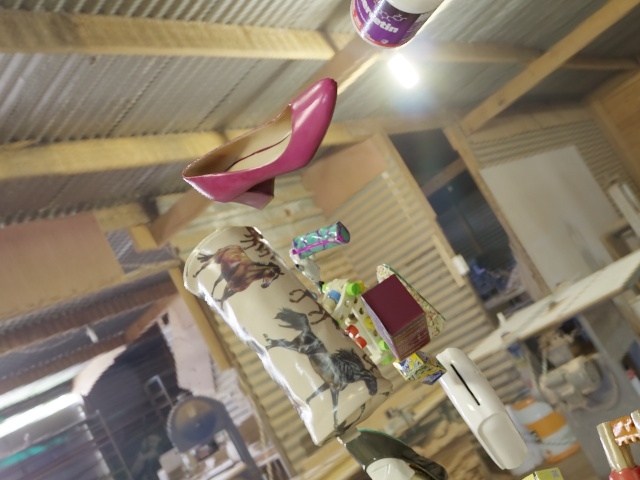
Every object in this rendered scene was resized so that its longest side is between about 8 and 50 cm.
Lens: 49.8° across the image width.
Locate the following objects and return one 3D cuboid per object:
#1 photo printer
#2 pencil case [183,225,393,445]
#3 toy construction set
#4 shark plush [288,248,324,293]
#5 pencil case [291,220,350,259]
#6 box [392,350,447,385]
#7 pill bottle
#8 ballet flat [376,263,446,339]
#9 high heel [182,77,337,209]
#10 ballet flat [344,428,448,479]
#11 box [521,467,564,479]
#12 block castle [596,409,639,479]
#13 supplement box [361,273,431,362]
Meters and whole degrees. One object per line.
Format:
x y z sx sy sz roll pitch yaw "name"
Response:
0.419 0.438 1.826 0.107 0.256 0.307 -34 -48 2 "photo printer"
-0.058 0.162 1.184 0.160 0.410 0.183 -36 -15 -24 "pencil case"
0.072 0.224 1.645 0.151 0.328 0.215 11 44 46 "toy construction set"
-0.029 0.084 2.008 0.067 0.161 0.073 5 56 53 "shark plush"
0.000 0.000 1.832 0.151 0.064 0.070 -21 14 25 "pencil case"
0.239 0.302 1.640 0.059 0.054 0.169 -46 -32 10 "box"
0.186 -0.570 1.557 0.181 0.181 0.323 -28 0 -12 "pill bottle"
0.213 0.158 1.673 0.077 0.241 0.091 -53 17 -17 "ballet flat"
-0.119 -0.191 1.327 0.181 0.127 0.377 17 -45 -25 "high heel"
0.164 0.457 1.362 0.280 0.096 0.095 31 -60 -30 "ballet flat"
0.569 0.698 1.901 0.087 0.058 0.232 -1 -37 -25 "box"
0.774 0.396 1.310 0.303 0.213 0.453 -8 -24 -12 "block castle"
0.152 0.156 1.361 0.081 0.104 0.188 -34 -27 -4 "supplement box"
